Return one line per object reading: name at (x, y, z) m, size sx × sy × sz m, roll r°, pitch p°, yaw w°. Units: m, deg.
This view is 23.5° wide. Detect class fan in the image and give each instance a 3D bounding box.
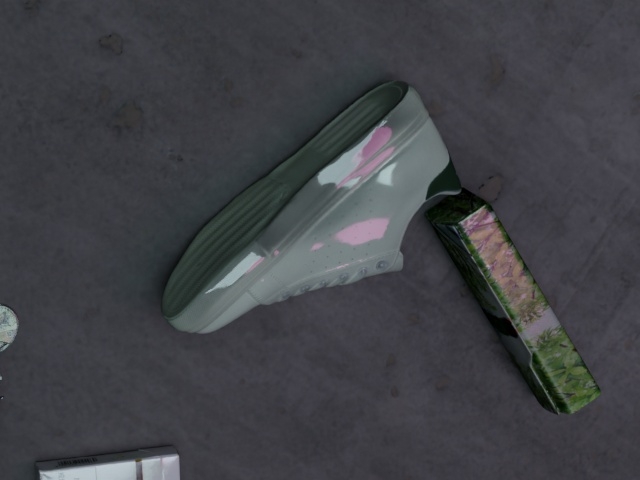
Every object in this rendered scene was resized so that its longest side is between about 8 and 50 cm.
fan at (-0.342, 0.101, 1.629) m, size 0.060 × 0.003 × 0.080 m, roll -39°, pitch 108°, yaw -6°

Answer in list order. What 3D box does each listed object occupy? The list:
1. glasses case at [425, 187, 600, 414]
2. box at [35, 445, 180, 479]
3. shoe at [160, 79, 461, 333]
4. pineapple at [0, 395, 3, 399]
glasses case at (0.217, 0.072, 1.746) m, size 0.062 × 0.095 × 0.272 m, roll -34°, pitch 108°, yaw -4°
box at (-0.230, 0.276, 1.678) m, size 0.154 × 0.040 × 0.084 m, roll -5°, pitch 99°, yaw -17°
shoe at (0.000, 0.000, 1.655) m, size 0.363 × 0.132 × 0.160 m, roll -43°, pitch 114°, yaw -9°
pineapple at (-0.433, 0.179, 1.578) m, size 0.224 × 0.076 × 0.225 m, roll -4°, pitch 105°, yaw -16°
